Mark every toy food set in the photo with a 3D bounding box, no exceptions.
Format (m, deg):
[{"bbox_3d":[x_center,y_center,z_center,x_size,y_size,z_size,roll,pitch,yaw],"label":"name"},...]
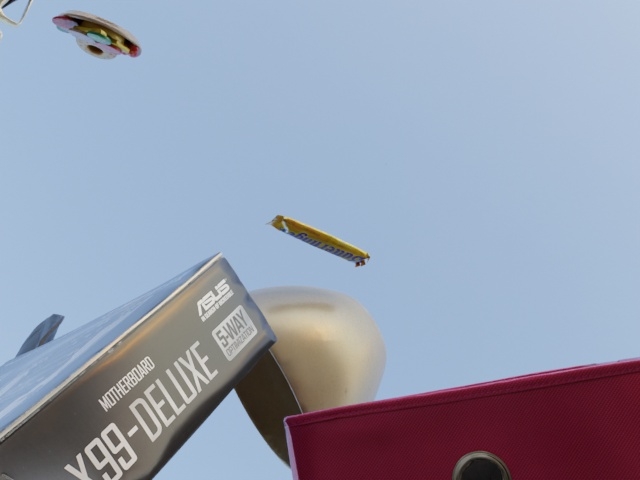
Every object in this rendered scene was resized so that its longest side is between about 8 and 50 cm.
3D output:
[{"bbox_3d":[-0.211,-0.193,0.664,0.083,0.082,0.020,17,-94,27],"label":"toy food set"}]

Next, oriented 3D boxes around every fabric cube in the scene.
[{"bbox_3d":[0.136,0.239,0.538,0.254,0.259,0.258,-11,-103,11],"label":"fabric cube"}]

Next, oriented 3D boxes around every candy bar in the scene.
[{"bbox_3d":[0.000,0.000,1.010,0.161,0.040,0.018,25,-120,-18],"label":"candy bar"}]

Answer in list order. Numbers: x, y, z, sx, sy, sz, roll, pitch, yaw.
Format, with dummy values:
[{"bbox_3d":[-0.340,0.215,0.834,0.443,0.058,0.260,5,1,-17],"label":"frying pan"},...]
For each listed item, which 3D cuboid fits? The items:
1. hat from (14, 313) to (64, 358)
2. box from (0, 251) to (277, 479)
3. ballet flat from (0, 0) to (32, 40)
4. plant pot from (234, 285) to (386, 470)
[{"bbox_3d":[-0.427,0.280,1.042,0.134,0.331,0.331,31,-81,-20],"label":"hat"},{"bbox_3d":[-0.208,0.141,0.462,0.307,0.242,0.077,-25,-78,37],"label":"box"},{"bbox_3d":[-0.471,-0.330,1.002,0.079,0.076,0.222,46,-126,-22],"label":"ballet flat"},{"bbox_3d":[-0.013,0.180,1.063,0.190,0.284,0.284,-27,-86,-25],"label":"plant pot"}]
